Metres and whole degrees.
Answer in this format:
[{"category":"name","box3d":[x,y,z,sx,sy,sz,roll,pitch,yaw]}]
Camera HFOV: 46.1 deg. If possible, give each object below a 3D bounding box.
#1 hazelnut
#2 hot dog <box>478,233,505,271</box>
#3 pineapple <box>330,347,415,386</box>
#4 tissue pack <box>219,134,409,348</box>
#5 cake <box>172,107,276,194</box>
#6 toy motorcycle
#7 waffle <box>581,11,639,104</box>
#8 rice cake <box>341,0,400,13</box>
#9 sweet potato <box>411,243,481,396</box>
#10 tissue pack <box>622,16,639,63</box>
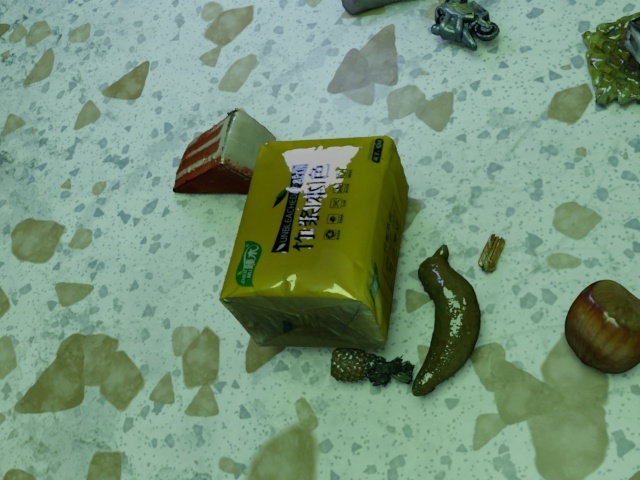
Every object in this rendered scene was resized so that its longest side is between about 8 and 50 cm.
[{"category":"hazelnut","box3d":[0.502,0.152,1.306,0.150,0.150,0.150,-8,63,17]},{"category":"hot dog","box3d":[0.336,0.026,1.483,0.037,0.021,0.083,27,74,8]},{"category":"pineapple","box3d":[0.100,0.243,1.444,0.159,0.074,0.074,5,68,20]},{"category":"tissue pack","box3d":[0.000,0.000,1.479,0.293,0.228,0.382,-1,58,20]},{"category":"cake","box3d":[-0.217,-0.183,1.780,0.262,0.159,0.158,-18,54,53]},{"category":"toy motorcycle","box3d":[0.315,-0.495,1.714,0.124,0.061,0.193,-29,53,-1]},{"category":"waffle","box3d":[0.652,-0.377,1.534,0.204,0.054,0.223,-10,63,16]},{"category":"rice cake","box3d":[0.235,-0.620,1.801,0.399,0.070,0.064,-10,67,17]},{"category":"sweet potato","box3d":[0.240,0.141,1.423,0.124,0.098,0.310,-14,61,38]},{"category":"tissue pack","box3d":[0.772,-0.380,1.413,0.332,0.123,0.245,-23,61,-9]}]
